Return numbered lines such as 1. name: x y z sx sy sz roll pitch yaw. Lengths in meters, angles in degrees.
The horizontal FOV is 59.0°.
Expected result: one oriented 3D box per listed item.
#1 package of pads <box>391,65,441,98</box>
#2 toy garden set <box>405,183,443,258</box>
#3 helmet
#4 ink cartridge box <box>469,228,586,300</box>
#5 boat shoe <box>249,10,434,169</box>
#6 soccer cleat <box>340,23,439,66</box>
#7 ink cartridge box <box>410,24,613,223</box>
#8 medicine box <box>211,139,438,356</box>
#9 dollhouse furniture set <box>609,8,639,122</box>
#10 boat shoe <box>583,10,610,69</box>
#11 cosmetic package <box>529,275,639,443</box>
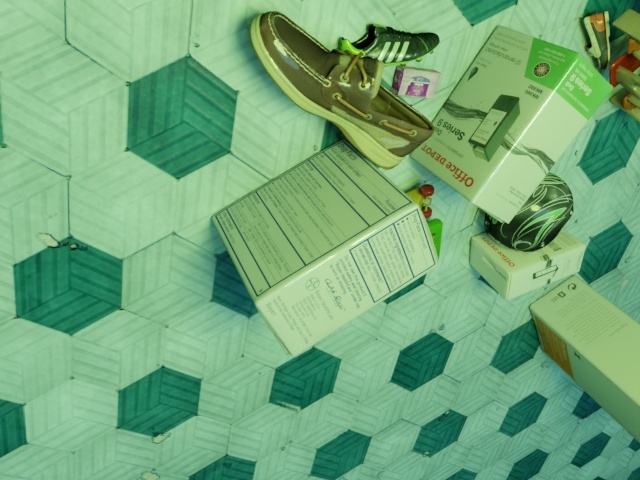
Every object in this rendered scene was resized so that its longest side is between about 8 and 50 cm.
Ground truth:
1. package of pads: 0.170 -0.281 1.008 0.083 0.032 0.050 -2 120 -26
2. toy garden set: 0.130 -0.008 1.151 0.244 0.049 0.203 -19 135 -13
3. helmet: 0.444 -0.071 1.202 0.169 0.169 0.161 -1 135 -26
4. ink cartridge box: 0.465 0.033 1.288 0.203 0.148 0.085 -18 130 -14
5. boat shoe: 0.047 -0.244 0.874 0.123 0.123 0.342 -29 128 36
6. soccer cleat: 0.117 -0.326 0.936 0.179 0.060 0.072 -19 126 -11
7. ink cartridge box: 0.329 -0.208 1.020 0.122 0.211 0.289 22 109 -36
8. medicine box: 0.000 0.000 0.956 0.289 0.263 0.149 -31 130 -5
9. dollhouse furniture set: 0.677 -0.407 1.116 0.259 0.135 0.262 -40 148 6
10. boat shoe: 0.549 -0.392 1.121 0.043 0.049 0.137 -7 147 25
11. cosmetic package: 0.754 0.320 1.425 0.161 0.453 0.230 -34 129 -3
